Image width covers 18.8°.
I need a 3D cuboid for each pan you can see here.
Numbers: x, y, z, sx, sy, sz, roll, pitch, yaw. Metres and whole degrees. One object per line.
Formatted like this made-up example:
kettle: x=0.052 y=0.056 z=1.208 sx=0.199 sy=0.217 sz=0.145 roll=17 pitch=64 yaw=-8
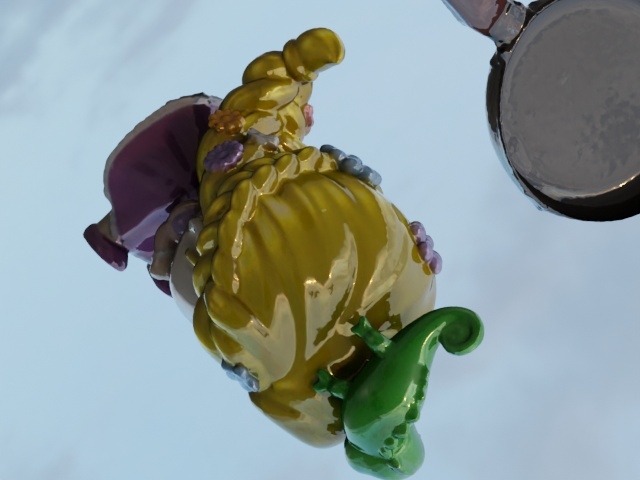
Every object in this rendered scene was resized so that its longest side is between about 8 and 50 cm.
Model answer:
pan: x=0.090 y=-0.086 z=0.853 sx=0.115 sy=0.212 sz=0.040 roll=-59 pitch=-151 yaw=-1

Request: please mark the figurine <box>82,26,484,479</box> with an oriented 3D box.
figurine: x=0.000 y=0.000 z=0.645 sx=0.156 sy=0.095 sz=0.115 roll=46 pitch=-70 yaw=44
